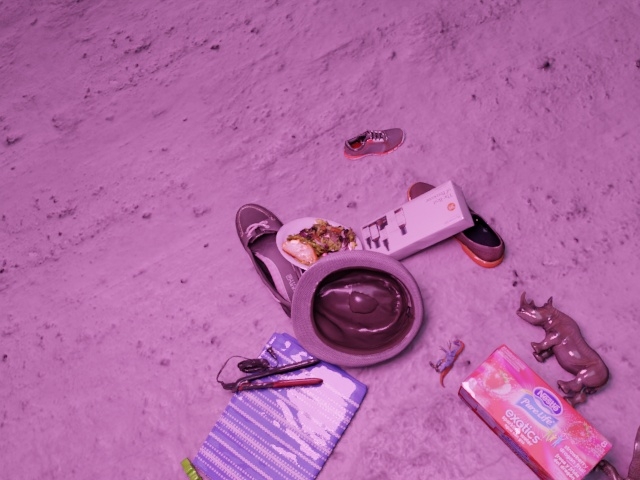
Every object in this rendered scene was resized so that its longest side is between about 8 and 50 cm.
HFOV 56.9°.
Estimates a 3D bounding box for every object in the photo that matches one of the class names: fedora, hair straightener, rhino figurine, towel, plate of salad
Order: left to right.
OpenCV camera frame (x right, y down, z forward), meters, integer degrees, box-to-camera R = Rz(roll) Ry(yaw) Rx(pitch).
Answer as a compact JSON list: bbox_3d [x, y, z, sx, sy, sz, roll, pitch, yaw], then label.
[{"bbox_3d":[-0.111,0.271,1.251,0.231,0.047,0.088,-9,68,10],"label":"hair straightener"},{"bbox_3d":[-0.084,0.386,1.243,0.243,0.040,0.335,29,77,18],"label":"towel"},{"bbox_3d":[0.000,0.000,1.340,0.200,0.048,0.199,7,38,-5],"label":"plate of salad"},{"bbox_3d":[0.074,0.136,1.245,0.276,0.124,0.243,-1,95,-5],"label":"fedora"},{"bbox_3d":[0.482,0.206,1.199,0.106,0.073,0.243,-29,64,1],"label":"rhino figurine"}]

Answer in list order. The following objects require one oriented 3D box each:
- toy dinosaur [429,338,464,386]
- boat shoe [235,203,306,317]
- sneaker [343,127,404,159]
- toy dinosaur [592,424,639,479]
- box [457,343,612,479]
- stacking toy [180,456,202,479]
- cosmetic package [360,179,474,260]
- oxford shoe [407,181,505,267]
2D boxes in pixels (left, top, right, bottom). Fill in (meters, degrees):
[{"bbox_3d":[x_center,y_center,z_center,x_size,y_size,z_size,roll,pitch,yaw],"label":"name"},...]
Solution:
[{"bbox_3d":[0.271,0.248,1.247,0.082,0.047,0.090,-23,98,-10],"label":"toy dinosaur"},{"bbox_3d":[-0.107,0.031,1.362,0.112,0.095,0.335,-30,65,-4],"label":"boat shoe"},{"bbox_3d":[0.132,-0.245,1.458,0.158,0.065,0.061,-20,65,1],"label":"sneaker"},{"bbox_3d":[0.544,0.492,1.058,0.161,0.121,0.313,24,67,2],"label":"toy dinosaur"},{"bbox_3d":[0.397,0.338,1.125,0.123,0.128,0.257,-41,66,-9],"label":"box"},{"bbox_3d":[-0.274,0.579,1.182,0.167,0.052,0.221,-38,64,-9],"label":"stacking toy"},{"bbox_3d":[0.206,-0.032,1.298,0.239,0.061,0.098,-28,63,29],"label":"cosmetic package"},{"bbox_3d":[0.306,-0.056,1.327,0.271,0.098,0.097,40,79,22],"label":"oxford shoe"}]
